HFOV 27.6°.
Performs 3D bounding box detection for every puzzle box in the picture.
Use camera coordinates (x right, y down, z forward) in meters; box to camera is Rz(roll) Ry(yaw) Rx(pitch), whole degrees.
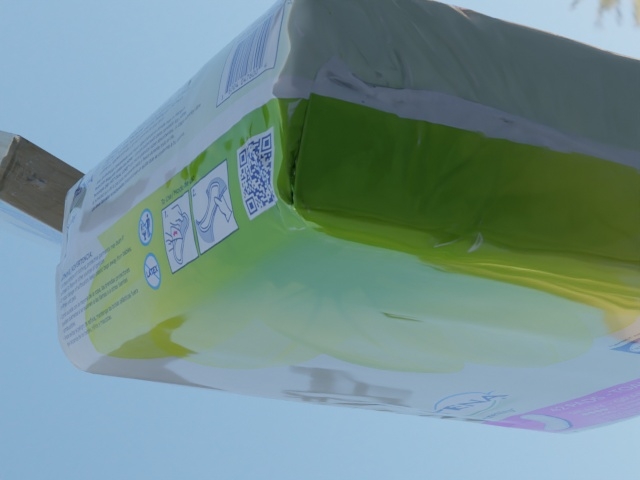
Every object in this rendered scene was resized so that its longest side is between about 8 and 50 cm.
[{"bbox_3d":[-0.297,-0.050,1.169,0.272,0.409,0.052,35,-103,-49],"label":"puzzle box"}]

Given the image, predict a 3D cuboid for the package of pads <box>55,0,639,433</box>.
[{"bbox_3d":[0.061,0.006,0.543,0.297,0.229,0.101,11,-112,-28],"label":"package of pads"}]
